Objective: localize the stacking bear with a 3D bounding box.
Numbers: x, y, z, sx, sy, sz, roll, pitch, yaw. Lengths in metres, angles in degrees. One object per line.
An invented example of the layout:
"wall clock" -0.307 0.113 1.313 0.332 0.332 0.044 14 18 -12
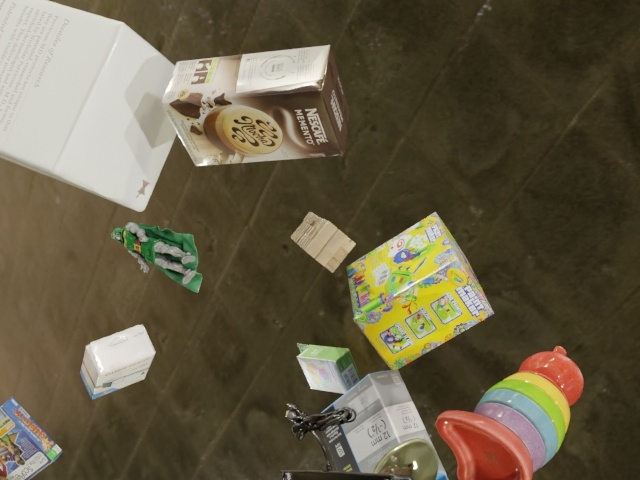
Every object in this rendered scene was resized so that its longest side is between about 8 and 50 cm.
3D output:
"stacking bear" 0.367 0.303 1.348 0.164 0.289 0.176 -8 111 49

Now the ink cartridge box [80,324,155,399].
"ink cartridge box" -0.477 0.286 1.772 0.082 0.139 0.191 62 150 15

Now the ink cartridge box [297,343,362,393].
"ink cartridge box" 0.005 0.346 2.050 0.209 0.062 0.109 -2 117 47

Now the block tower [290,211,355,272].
"block tower" 0.000 0.000 1.886 0.091 0.097 0.335 39 -179 -10

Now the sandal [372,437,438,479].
"sandal" 0.129 0.515 1.506 0.120 0.302 0.086 53 154 5

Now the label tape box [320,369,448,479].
"label tape box" 0.153 0.532 1.868 0.249 0.115 0.348 -47 55 39

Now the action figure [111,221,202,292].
"action figure" -0.351 0.018 1.577 0.232 0.063 0.137 21 122 32

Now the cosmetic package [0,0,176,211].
"cosmetic package" -0.555 -0.301 1.638 0.393 0.329 0.328 21 85 20

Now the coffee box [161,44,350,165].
"coffee box" -0.110 -0.239 1.369 0.297 0.119 0.168 -3 143 17

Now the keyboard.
"keyboard" 0.023 0.275 0.843 0.317 0.033 0.202 -33 69 62

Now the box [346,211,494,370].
"box" 0.232 0.117 1.853 0.279 0.290 0.177 -32 111 12

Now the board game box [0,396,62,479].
"board game box" -0.582 0.390 1.374 0.201 0.035 0.136 -37 97 21
